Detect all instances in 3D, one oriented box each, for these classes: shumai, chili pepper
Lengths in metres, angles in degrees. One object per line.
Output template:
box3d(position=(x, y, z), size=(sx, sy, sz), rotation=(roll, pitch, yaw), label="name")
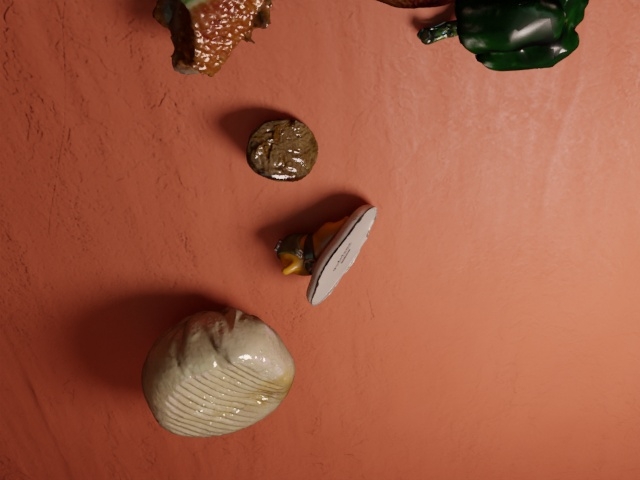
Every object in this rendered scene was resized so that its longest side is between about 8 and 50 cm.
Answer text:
box3d(position=(-0.085, -0.170, 1.111), size=(0.105, 0.139, 0.123), rotation=(-5, 99, 42), label="shumai")
box3d(position=(0.284, -0.362, 0.920), size=(0.173, 0.261, 0.165), rotation=(4, 103, -45), label="chili pepper")

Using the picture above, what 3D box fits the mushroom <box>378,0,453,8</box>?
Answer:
box3d(position=(0.126, -0.496, 0.768), size=(0.345, 0.260, 0.346), rotation=(4, 119, 8), label="mushroom")

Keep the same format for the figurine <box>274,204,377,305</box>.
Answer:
box3d(position=(0.000, 0.000, 1.231), size=(0.141, 0.166, 0.250), rotation=(36, 96, 19), label="figurine")

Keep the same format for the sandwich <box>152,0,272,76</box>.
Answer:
box3d(position=(-0.178, -0.396, 0.893), size=(0.250, 0.162, 0.301), rotation=(22, 122, 2), label="sandwich")

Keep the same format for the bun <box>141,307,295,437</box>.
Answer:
box3d(position=(-0.244, 0.300, 1.359), size=(0.365, 0.219, 0.365), rotation=(-9, 135, -9), label="bun")
